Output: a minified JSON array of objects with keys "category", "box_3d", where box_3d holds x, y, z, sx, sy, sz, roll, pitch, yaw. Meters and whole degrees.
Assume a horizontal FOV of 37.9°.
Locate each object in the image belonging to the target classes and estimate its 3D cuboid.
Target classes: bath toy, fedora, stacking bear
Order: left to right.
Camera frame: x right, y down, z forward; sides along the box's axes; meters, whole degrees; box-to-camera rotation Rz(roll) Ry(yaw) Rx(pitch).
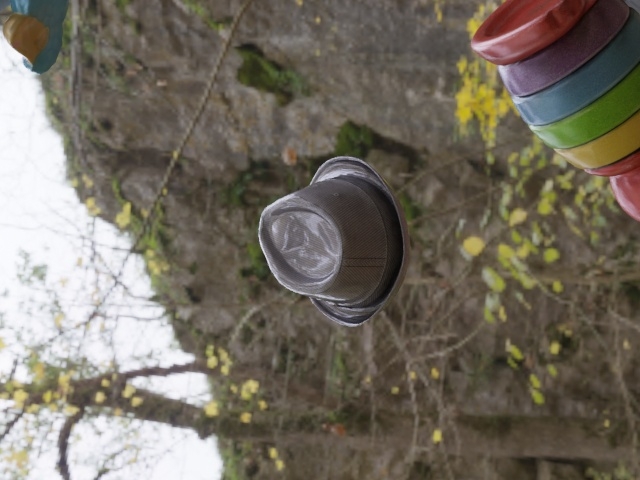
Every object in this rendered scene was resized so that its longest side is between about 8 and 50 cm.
[{"category":"bath toy","box_3d":[-0.472,-0.317,1.127,0.151,0.348,0.129,-56,-17,-35]},{"category":"fedora","box_3d":[0.000,0.000,1.337,0.124,0.275,0.243,1,-68,-37]},{"category":"stacking bear","box_3d":[0.301,-0.136,0.951,0.289,0.164,0.175,49,-119,-14]}]

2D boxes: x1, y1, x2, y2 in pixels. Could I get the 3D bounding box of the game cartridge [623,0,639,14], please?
[{"category":"game cartridge","box_3d":[0.435,-0.435,1.294,0.294,0.196,0.060,-48,-2,9]}]
